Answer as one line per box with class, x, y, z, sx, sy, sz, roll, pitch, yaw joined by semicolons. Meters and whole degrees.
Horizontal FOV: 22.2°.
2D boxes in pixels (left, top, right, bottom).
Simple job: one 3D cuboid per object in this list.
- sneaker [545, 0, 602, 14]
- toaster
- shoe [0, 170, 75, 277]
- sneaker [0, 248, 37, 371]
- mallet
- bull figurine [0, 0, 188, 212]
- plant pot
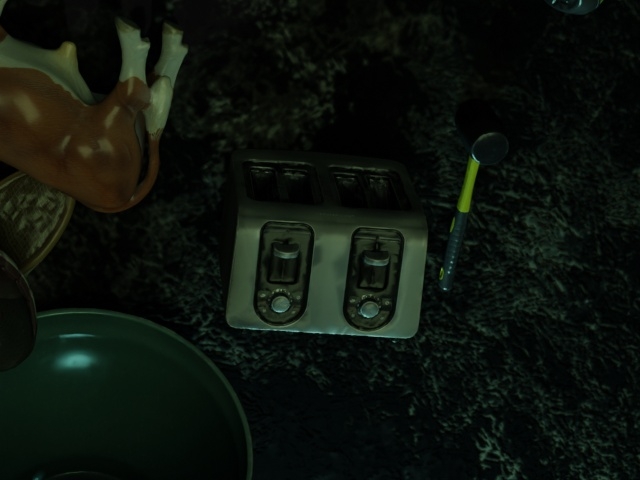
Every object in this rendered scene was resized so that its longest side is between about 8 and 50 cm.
sneaker;0.210;-0.304;1.371;0.097;0.084;0.235;-33;124;-24
toaster;0.000;0.000;1.416;0.168;0.186;0.110;5;114;-8
shoe;-0.292;0.016;1.415;0.076;0.058;0.219;42;98;-8
sneaker;-0.310;0.046;1.268;0.106;0.163;0.281;-20;131;9
mallet;0.130;-0.042;1.504;0.039;0.062;0.190;1;132;-14
bull figurine;-0.257;-0.136;1.310;0.310;0.101;0.188;25;109;-24
plant pot;-0.212;0.235;1.440;0.293;0.293;0.196;-6;144;-11
